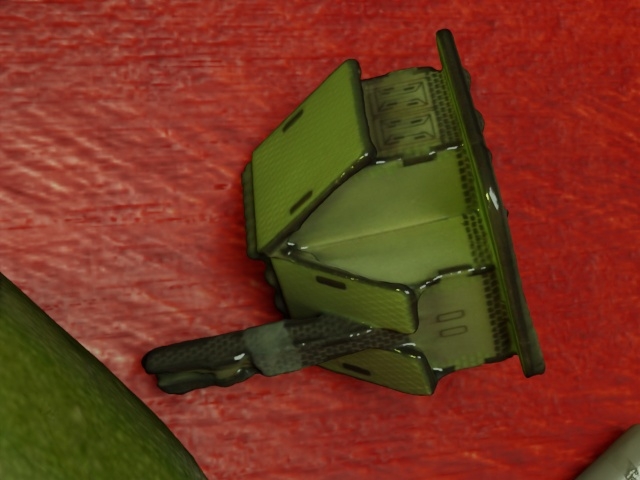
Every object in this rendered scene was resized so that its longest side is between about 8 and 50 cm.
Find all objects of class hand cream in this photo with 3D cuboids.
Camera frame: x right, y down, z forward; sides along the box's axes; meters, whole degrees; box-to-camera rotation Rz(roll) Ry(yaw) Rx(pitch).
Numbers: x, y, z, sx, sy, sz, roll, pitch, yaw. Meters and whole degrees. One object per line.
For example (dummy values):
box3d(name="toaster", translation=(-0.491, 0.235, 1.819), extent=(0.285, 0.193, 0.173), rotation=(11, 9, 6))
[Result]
box3d(name="hand cream", translation=(0.223, 0.217, 0.980), extent=(0.186, 0.054, 0.087), rotation=(-43, 95, -15))

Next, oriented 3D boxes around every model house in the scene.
box3d(name="model house", translation=(0.000, 0.000, 0.891), extent=(0.279, 0.218, 0.205), rotation=(-14, 131, 7))

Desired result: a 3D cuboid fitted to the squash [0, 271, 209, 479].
box3d(name="squash", translation=(-0.187, 0.213, 0.703), extent=(0.309, 0.310, 0.310), rotation=(47, 68, -21))
